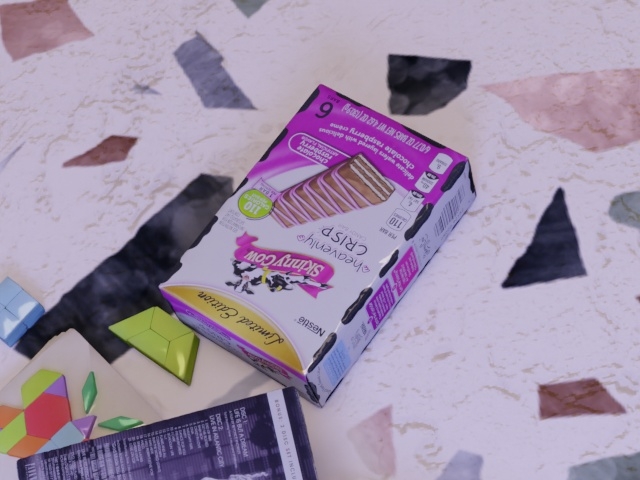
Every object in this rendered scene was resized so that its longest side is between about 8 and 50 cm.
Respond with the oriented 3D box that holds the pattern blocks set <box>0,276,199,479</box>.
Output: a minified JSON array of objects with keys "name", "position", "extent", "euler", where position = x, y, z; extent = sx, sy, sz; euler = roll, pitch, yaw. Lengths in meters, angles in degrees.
[{"name":"pattern blocks set","position":[-0.208,0.173,1.331],"extent":[0.324,0.026,0.285],"euler":[24,69,25]}]

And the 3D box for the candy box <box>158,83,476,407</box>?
[{"name":"candy box","position":[0.000,0.000,1.351],"extent":[0.159,0.071,0.233],"euler":[29,72,25]}]

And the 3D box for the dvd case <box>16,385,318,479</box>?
[{"name":"dvd case","position":[-0.107,0.209,1.192],"extent":[0.221,0.018,0.165],"euler":[-15,60,1]}]
